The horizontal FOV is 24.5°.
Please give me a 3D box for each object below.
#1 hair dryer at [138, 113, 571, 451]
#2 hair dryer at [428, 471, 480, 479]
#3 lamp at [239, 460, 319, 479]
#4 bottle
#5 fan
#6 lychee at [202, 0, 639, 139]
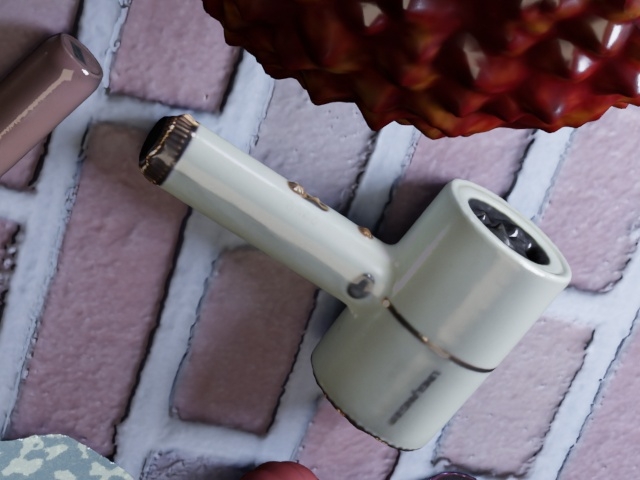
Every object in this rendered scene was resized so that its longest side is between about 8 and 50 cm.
[{"bbox_3d":[0.000,0.000,1.169,0.362,0.128,0.203,33,110,-15],"label":"hair dryer"},{"bbox_3d":[0.050,0.296,1.308,0.248,0.070,0.114,-13,126,-36],"label":"hair dryer"},{"bbox_3d":[-0.040,0.247,1.305,0.107,0.092,0.107,-24,127,-36],"label":"lamp"},{"bbox_3d":[-0.228,-0.094,1.106,0.140,0.053,0.053,-40,117,13],"label":"bottle"},{"bbox_3d":[-0.263,0.226,1.270,0.240,0.009,0.131,-2,116,-29],"label":"fan"},{"bbox_3d":[0.105,-0.256,0.874,0.424,0.424,0.500,-43,145,16],"label":"lychee"}]
